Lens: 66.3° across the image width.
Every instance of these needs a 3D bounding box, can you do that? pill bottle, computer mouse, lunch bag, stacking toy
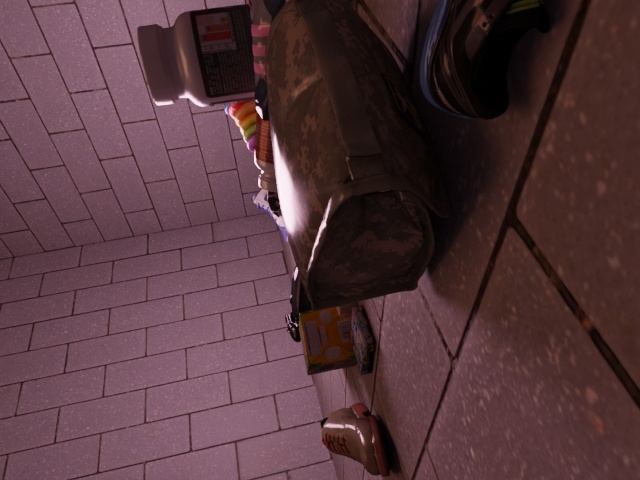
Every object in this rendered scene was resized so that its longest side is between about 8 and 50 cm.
[{"bbox_3d":[-0.089,-0.225,1.114,0.121,0.121,0.216,-115,29,-61],"label":"pill bottle"},{"bbox_3d":[-0.054,0.139,1.388,0.188,0.072,0.272,-156,86,-79],"label":"computer mouse"},{"bbox_3d":[0.032,-0.085,0.534,0.287,0.169,0.235,85,172,-65],"label":"lunch bag"},{"bbox_3d":[-0.173,-0.320,1.469,0.175,0.166,0.301,-40,60,52],"label":"stacking toy"},{"bbox_3d":[-0.214,-0.425,1.131,0.210,0.363,0.210,169,90,-82],"label":"pill bottle"}]

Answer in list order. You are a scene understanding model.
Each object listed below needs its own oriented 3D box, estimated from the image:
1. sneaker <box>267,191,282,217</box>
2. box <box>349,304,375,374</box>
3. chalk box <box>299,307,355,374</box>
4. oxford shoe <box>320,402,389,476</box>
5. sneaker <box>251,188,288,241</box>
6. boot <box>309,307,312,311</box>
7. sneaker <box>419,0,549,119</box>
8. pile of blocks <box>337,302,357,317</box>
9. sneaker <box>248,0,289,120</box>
[{"bbox_3d":[-0.127,-0.214,1.688,0.118,0.107,0.278,-75,-16,-60],"label":"sneaker"},{"bbox_3d":[0.088,0.215,1.051,0.137,0.027,0.094,89,166,-50],"label":"box"},{"bbox_3d":[0.018,0.256,1.233,0.213,0.132,0.132,97,161,-67],"label":"chalk box"},{"bbox_3d":[0.072,0.467,1.125,0.348,0.130,0.122,120,139,-79],"label":"oxford shoe"},{"bbox_3d":[-0.204,-0.147,2.136,0.127,0.182,0.315,-145,46,-81],"label":"sneaker"},{"bbox_3d":[0.010,0.274,1.473,0.262,0.095,0.203,80,-177,-82],"label":"boot"},{"bbox_3d":[0.110,-0.162,0.298,0.078,0.067,0.188,44,148,40],"label":"sneaker"},{"bbox_3d":[0.000,0.000,1.091,0.149,0.113,0.362,166,93,-83],"label":"pile of blocks"},{"bbox_3d":[-0.069,-0.338,0.809,0.131,0.112,0.319,50,149,12],"label":"sneaker"}]
